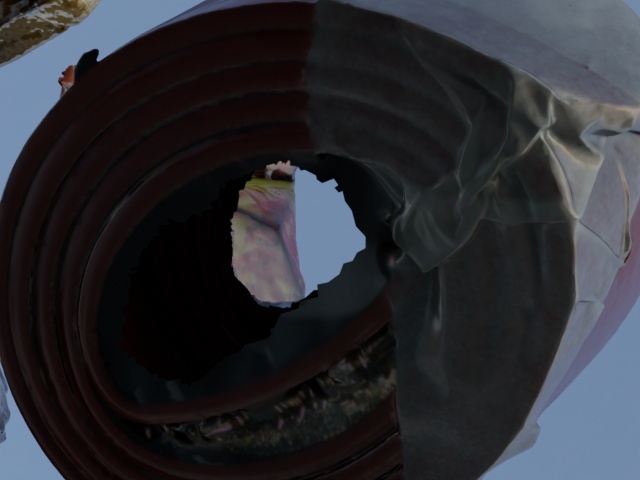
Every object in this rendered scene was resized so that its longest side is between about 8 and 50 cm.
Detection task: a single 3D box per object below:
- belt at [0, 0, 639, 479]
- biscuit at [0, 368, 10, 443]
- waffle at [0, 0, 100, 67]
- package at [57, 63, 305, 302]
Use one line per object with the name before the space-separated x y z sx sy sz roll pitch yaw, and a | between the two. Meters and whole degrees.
belt | 0.000 0.000 0.725 0.227 0.115 0.324 51 -51 0
biscuit | -0.286 -0.011 1.092 0.107 0.326 0.325 -24 -79 -5
waffle | -0.249 -0.217 1.347 0.328 0.224 0.098 -14 -50 40
package | -0.083 0.049 1.133 0.108 0.223 0.288 -19 -116 40
